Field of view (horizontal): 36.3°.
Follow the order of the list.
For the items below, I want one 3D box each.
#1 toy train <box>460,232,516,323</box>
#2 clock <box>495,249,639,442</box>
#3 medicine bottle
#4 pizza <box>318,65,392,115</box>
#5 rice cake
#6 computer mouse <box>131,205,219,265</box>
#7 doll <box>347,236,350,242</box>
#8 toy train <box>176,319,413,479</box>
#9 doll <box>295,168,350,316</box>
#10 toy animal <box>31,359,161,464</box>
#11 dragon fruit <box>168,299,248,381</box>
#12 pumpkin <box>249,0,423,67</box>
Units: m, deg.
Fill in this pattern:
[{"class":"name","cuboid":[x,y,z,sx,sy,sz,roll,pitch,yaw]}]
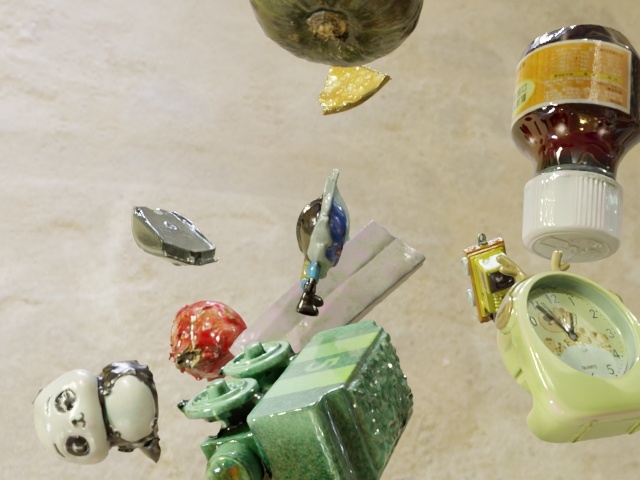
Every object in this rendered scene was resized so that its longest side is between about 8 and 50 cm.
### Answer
[{"class":"toy train","cuboid":[0.356,0.090,2.015,0.089,0.219,0.127,-18,26,-6]},{"class":"clock","cuboid":[0.369,0.146,1.460,0.235,0.096,0.308,-2,52,-25]},{"class":"medicine bottle","cuboid":[0.457,-0.167,1.737,0.242,0.242,0.395,11,64,-8]},{"class":"pizza","cuboid":[0.046,-0.252,1.537,0.123,0.026,0.108,-26,57,7]},{"class":"rice cake","cuboid":[0.010,0.093,1.411,0.298,0.050,0.106,-42,74,-13]},{"class":"computer mouse","cuboid":[-0.283,0.004,1.816,0.126,0.071,0.231,9,20,-42]},{"class":"doll","cuboid":[0.021,0.022,1.927,0.075,0.180,0.120,-22,72,-7]},{"class":"toy train","cuboid":[-0.022,0.207,1.183,0.238,0.167,0.299,-16,13,22]},{"class":"doll","cuboid":[0.000,0.000,1.289,0.070,0.195,0.096,11,13,-1]},{"class":"toy animal","cuboid":[-0.338,0.273,1.479,0.179,0.138,0.166,-7,82,-27]},{"class":"dragon fruit","cuboid":[-0.196,0.190,1.687,0.153,0.153,0.111,19,22,0]},{"class":"pumpkin","cuboid":[0.018,-0.315,1.215,0.224,0.223,0.157,10,61,-9]}]
